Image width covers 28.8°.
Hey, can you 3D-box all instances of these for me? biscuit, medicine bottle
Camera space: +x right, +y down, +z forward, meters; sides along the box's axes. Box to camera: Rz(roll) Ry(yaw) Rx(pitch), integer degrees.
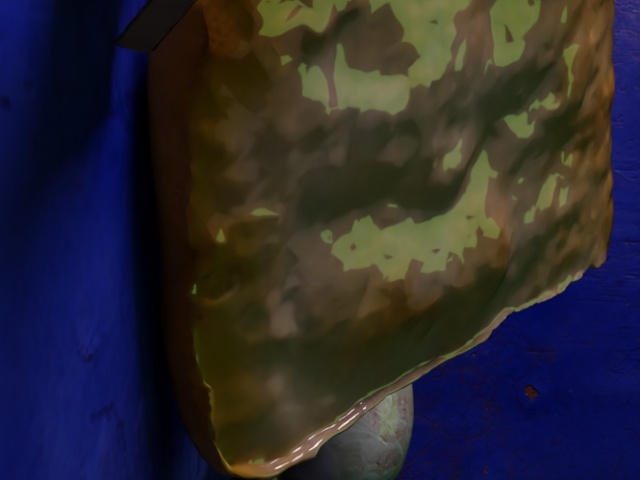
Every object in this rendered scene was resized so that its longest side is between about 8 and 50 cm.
[{"bbox_3d":[0.051,-0.086,0.817,0.429,0.104,0.446,-31,130,-31],"label":"biscuit"},{"bbox_3d":[0.014,0.190,1.196,0.147,0.147,0.143,-32,128,-83],"label":"medicine bottle"}]

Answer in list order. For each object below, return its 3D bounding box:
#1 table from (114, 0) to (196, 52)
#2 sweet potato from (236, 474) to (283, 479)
[{"bbox_3d":[-0.068,-0.186,0.557,0.175,0.063,0.146,-27,-126,59],"label":"table"},{"bbox_3d":[-0.043,0.263,1.116,0.057,0.057,0.264,-81,173,-48],"label":"sweet potato"}]
